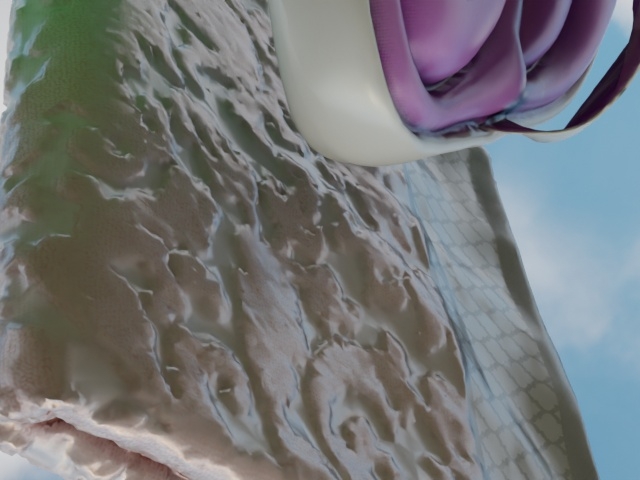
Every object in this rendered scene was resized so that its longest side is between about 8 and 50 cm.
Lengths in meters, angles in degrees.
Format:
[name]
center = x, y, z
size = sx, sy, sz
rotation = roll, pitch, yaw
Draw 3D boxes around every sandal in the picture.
[sandal]
center = 0.102, -0.118, 0.573
size = 0.102, 0.169, 0.416
rotation = 1, -159, 25

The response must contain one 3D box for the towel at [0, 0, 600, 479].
[towel]
center = 0.000, 0.000, 0.564
size = 0.317, 0.053, 0.331
rotation = 33, -149, -34
